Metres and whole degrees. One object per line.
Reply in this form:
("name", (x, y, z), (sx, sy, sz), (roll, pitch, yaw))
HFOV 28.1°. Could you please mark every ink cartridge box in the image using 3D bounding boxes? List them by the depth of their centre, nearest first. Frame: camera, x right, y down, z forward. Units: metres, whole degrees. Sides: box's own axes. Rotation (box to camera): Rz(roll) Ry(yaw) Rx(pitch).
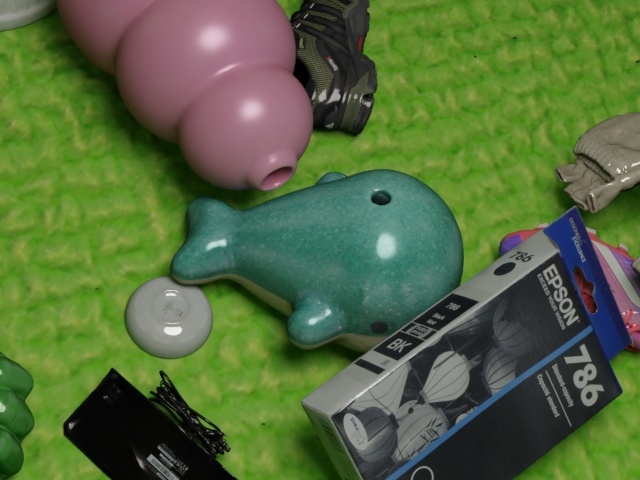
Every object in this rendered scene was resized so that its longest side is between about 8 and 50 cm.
("ink cartridge box", (0.156, 0.121, 1.148), (0.333, 0.065, 0.165), (-35, 110, -20))

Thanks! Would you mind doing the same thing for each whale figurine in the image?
("whale figurine", (0.000, 0.000, 1.195), (0.272, 0.141, 0.216), (10, 48, 3))

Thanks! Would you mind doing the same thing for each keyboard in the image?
("keyboard", (-0.128, 0.194, 1.136), (0.192, 0.038, 0.100), (41, 84, 9))

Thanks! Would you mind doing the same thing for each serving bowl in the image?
("serving bowl", (-0.140, 0.068, 1.197), (0.083, 0.027, 0.083), (6, 61, -11))

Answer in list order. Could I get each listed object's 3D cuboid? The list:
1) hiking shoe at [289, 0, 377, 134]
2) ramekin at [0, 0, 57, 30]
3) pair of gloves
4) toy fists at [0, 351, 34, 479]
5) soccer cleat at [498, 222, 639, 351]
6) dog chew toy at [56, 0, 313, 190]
("hiking shoe", (-0.008, -0.220, 1.352), (0.114, 0.086, 0.227), (0, 63, -17))
("ramekin", (-0.350, -0.330, 1.320), (0.207, 0.109, 0.207), (6, 60, -10))
("pair of gloves", (0.360, -0.060, 1.248), (0.204, 0.042, 0.240), (-28, 46, -5))
("toy fists", (-0.340, 0.199, 1.040), (0.142, 0.096, 0.279), (28, 58, 2))
("soccer cleat", (0.293, 0.059, 1.276), (0.248, 0.083, 0.095), (20, 64, -5))
("dog chew toy", (-0.119, -0.187, 1.235), (0.206, 0.206, 0.332), (-22, 67, -23))
